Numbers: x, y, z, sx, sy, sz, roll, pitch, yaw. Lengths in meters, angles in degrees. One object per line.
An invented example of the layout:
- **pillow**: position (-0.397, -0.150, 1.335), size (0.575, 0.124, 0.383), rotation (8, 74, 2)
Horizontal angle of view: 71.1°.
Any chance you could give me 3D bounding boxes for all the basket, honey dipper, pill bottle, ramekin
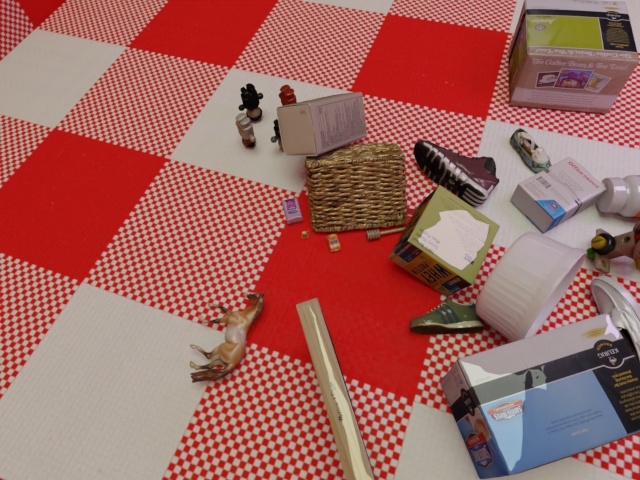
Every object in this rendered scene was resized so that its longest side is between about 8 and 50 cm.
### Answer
- **basket**: position (0.105, -0.170, 1.386), size (0.299, 0.223, 0.213), rotation (-7, 24, 1)
- **honey dipper**: position (0.216, -0.027, 1.329), size (0.160, 0.030, 0.031), rotation (-10, 59, -4)
- **pill bottle**: position (0.928, -0.125, 1.278), size (0.221, 0.121, 0.121), rotation (3, 59, 6)
- **ramekin**: position (0.500, 0.113, 1.086), size (0.135, 0.277, 0.277), rotation (35, 67, 31)

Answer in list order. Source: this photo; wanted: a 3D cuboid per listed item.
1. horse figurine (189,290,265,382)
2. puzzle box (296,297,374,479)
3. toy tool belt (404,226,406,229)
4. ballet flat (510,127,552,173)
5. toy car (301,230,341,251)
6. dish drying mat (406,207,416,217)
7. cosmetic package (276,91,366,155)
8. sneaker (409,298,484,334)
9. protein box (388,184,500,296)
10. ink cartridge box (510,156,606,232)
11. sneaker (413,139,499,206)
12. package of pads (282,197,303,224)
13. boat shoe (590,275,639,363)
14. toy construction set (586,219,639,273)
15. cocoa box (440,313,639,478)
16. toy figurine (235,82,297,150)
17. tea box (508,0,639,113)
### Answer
- **horse figurine**: position (-0.248, 0.254, 1.174), size (0.174, 0.066, 0.263), rotation (3, 57, 13)
- **puzzle box**: position (0.043, 0.358, 0.969), size (0.052, 0.272, 0.409), rotation (-18, 58, -1)
- **toy tool belt**: position (0.250, 0.007, 1.288), size (0.052, 0.051, 0.083), rotation (-10, 53, 32)
- **ballet flat**: position (0.675, -0.287, 1.430), size (0.070, 0.070, 0.188), rotation (-25, 60, -10)
- **toy car**: position (0.000, 0.000, 1.322), size (0.121, 0.041, 0.060), rotation (1, 59, 4)
- **dish drying mat**: position (0.304, -0.080, 1.366), size (0.083, 0.008, 0.032), rotation (8, 61, 8)
- **cosmetic package**: position (0.013, -0.366, 1.393), size (0.129, 0.153, 0.296), rotation (6, 23, 34)
- **sneaker**: position (0.323, 0.194, 1.168), size (0.192, 0.064, 0.086), rotation (0, 57, -1)
- **protein box**: position (0.330, 0.004, 1.207), size (0.199, 0.136, 0.201), rotation (34, 65, 0)
- **ink cartridge box**: position (0.699, -0.136, 1.323), size (0.203, 0.086, 0.148), rotation (-26, 61, -12)
- **sneaker**: position (0.437, -0.240, 1.409), size (0.162, 0.106, 0.281), rotation (-38, 74, -23)
- **package of pads**: position (-0.087, -0.091, 1.389), size (0.050, 0.032, 0.083), rotation (-13, 59, -6)
- **boat shoe**: position (0.743, 0.207, 1.107), size (0.084, 0.095, 0.258), rotation (-16, 58, -10)
- **toy construction set**: position (0.852, 0.064, 1.160), size (0.257, 0.237, 0.309), rotation (-1, 73, -31)
- **cocoa box**: position (0.477, 0.342, 0.965), size (0.346, 0.231, 0.228), rotation (-16, 61, -5)
- **toy figurine**: position (-0.181, -0.416, 1.536), size (0.212, 0.148, 0.210), rotation (2, 65, 3)
- **tea box**: position (0.843, -0.638, 1.538), size (0.328, 0.220, 0.324), rotation (9, 59, 10)
